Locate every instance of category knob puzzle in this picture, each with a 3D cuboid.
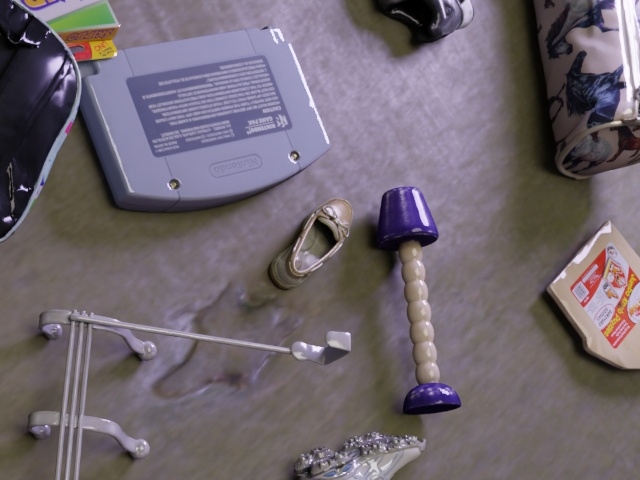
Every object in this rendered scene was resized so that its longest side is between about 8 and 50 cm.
[{"bbox_3d":[0.401,0.095,1.988,0.213,0.030,0.213,14,64,-30],"label":"knob puzzle"}]

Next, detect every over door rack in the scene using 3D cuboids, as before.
[{"bbox_3d":[-0.138,0.207,1.504,0.324,0.108,0.239,6,66,-11],"label":"over door rack"}]

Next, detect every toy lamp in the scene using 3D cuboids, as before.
[{"bbox_3d":[0.115,0.070,1.772,0.080,0.080,0.274,6,70,-33],"label":"toy lamp"}]

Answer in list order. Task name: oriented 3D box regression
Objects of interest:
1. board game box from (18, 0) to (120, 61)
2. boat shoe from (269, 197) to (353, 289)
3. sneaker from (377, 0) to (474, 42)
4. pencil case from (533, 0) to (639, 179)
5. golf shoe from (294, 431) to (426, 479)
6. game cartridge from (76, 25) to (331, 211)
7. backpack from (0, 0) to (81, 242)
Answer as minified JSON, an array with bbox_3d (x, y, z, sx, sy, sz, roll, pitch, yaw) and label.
[{"bbox_3d":[-0.320,-0.308,1.619,0.124,0.039,0.259,-14,71,-37],"label":"board game box"},{"bbox_3d":[-0.002,-0.001,1.736,0.056,0.048,0.153,51,52,-7],"label":"boat shoe"},{"bbox_3d":[0.105,-0.358,1.933,0.234,0.078,0.106,52,49,-9],"label":"sneaker"},{"bbox_3d":[0.391,-0.299,2.043,0.160,0.183,0.410,10,66,-31],"label":"pencil case"},{"bbox_3d":[0.048,0.269,1.666,0.176,0.069,0.086,-11,99,-34],"label":"golf shoe"},{"bbox_3d":[-0.134,-0.138,1.697,0.297,0.062,0.198,-15,85,-38],"label":"game cartridge"},{"bbox_3d":[-0.367,-0.123,1.440,0.225,0.191,0.253,35,63,-22],"label":"backpack"}]
